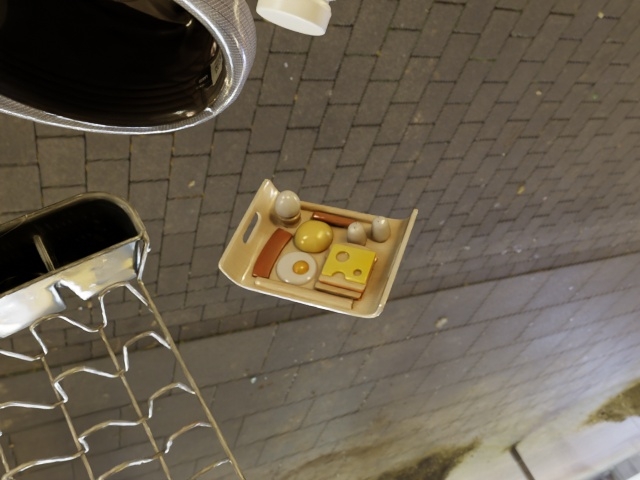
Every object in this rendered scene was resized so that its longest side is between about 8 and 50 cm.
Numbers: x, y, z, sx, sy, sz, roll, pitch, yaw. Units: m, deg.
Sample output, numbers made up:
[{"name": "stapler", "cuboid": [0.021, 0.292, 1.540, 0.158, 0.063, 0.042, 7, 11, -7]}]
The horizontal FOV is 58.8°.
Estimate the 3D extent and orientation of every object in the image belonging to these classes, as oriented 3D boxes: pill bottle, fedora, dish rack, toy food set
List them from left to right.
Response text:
[{"name": "dish rack", "cuboid": [-0.139, 0.130, 0.286, 0.208, 0.271, 0.074, -27, 164, -18]}, {"name": "fedora", "cuboid": [-0.182, -0.189, 0.434, 0.275, 0.124, 0.244, 9, 157, -36]}, {"name": "pill bottle", "cuboid": [-0.006, -0.361, 0.671, 0.118, 0.118, 0.208, 10, 101, -42]}, {"name": "toy food set", "cuboid": [0.000, 0.000, 1.024, 0.306, 0.219, 0.092, 12, 146, 17]}]
